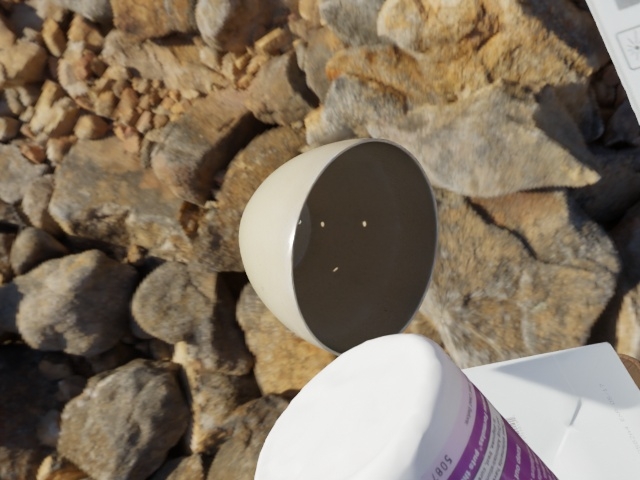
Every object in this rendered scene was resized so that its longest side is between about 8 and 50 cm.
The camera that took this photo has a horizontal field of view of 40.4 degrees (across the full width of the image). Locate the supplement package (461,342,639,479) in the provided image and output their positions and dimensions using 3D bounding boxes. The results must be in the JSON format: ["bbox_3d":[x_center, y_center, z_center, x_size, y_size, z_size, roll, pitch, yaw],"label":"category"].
[{"bbox_3d":[0.255,0.288,0.988,0.197,0.263,0.199,-9,44,-10],"label":"supplement package"}]

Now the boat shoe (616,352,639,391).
[{"bbox_3d":[0.502,0.264,1.336,0.095,0.257,0.095,-40,107,6],"label":"boat shoe"}]

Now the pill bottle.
[{"bbox_3d":[0.107,0.223,0.629,0.169,0.169,0.301,-42,108,3],"label":"pill bottle"}]

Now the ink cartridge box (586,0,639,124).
[{"bbox_3d":[0.202,-0.111,0.398,0.060,0.239,0.275,-13,118,40],"label":"ink cartridge box"}]

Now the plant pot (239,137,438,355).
[{"bbox_3d":[0.000,0.000,1.183,0.190,0.284,0.284,10,86,45],"label":"plant pot"}]
